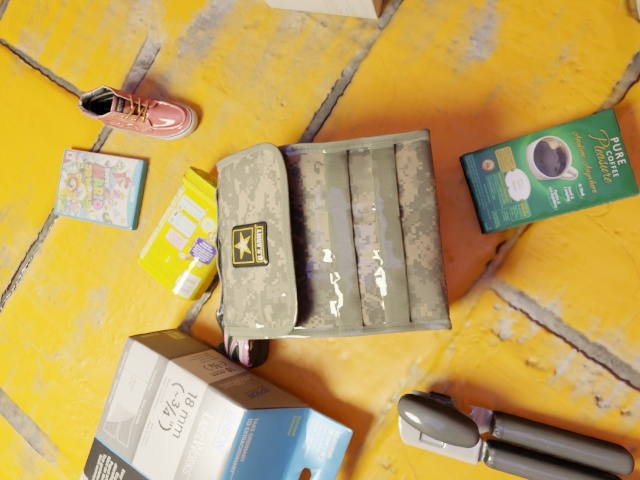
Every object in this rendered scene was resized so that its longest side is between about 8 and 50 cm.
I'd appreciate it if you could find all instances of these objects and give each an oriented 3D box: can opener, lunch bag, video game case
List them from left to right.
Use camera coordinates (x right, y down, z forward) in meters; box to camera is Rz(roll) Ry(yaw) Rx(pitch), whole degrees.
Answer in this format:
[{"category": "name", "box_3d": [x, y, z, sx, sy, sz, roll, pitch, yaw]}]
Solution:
[{"category": "video game case", "box_3d": [-0.380, -0.089, 0.785, 0.166, 0.015, 0.119, 11, 91, 16]}, {"category": "lunch bag", "box_3d": [0.000, 0.000, 0.580, 0.287, 0.169, 0.235, -5, 86, 6]}, {"category": "can opener", "box_3d": [0.231, 0.257, 0.565, 0.281, 0.093, 0.074, 12, 90, 11]}]

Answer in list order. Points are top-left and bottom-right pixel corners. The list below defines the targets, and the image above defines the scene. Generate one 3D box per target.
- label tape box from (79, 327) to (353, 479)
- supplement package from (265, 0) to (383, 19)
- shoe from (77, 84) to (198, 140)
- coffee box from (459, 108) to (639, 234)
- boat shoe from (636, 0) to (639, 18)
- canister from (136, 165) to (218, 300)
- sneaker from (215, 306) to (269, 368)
[{"category": "label tape box", "box_3d": [-0.156, 0.302, 0.638, 0.334, 0.106, 0.240, 21, 94, 24]}, {"category": "supplement package", "box_3d": [0.000, -0.394, 0.642, 0.179, 0.105, 0.105, 14, 92, 15]}, {"category": "shoe", "box_3d": [-0.292, -0.203, 0.730, 0.178, 0.081, 0.063, 9, 91, 16]}, {"category": "coffee box", "box_3d": [0.285, -0.082, 0.582, 0.184, 0.040, 0.113, -17, 84, 15]}, {"category": "boat shoe", "box_3d": [0.402, -0.354, 0.544, 0.081, 0.069, 0.227, -21, 83, 14]}, {"category": "canister", "box_3d": [-0.191, -0.008, 0.699, 0.126, 0.073, 0.169, 37, 99, 14]}, {"category": "sneaker", "box_3d": [-0.122, 0.096, 0.680, 0.077, 0.072, 0.178, 1, 82, 27]}]
